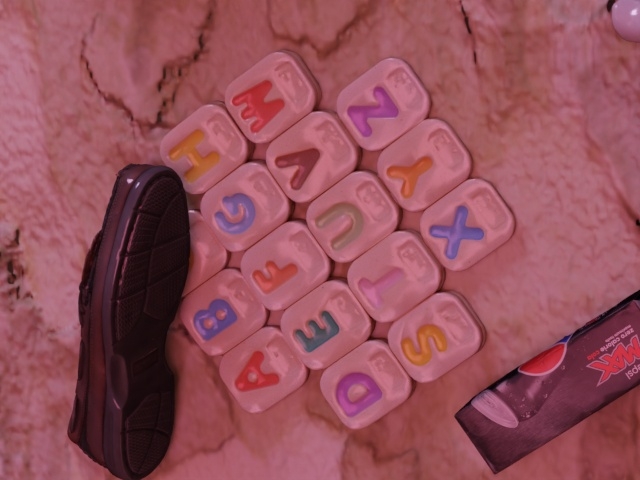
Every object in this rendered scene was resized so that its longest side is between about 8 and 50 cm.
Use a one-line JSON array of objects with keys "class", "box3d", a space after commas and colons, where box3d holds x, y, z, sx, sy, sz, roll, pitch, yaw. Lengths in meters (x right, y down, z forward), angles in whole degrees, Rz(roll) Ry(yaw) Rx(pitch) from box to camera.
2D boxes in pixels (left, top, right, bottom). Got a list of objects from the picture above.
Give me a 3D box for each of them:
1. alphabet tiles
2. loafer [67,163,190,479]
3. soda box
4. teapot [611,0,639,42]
[{"class": "alphabet tiles", "box3d": [0.000, 0.000, 1.484, 0.278, 0.021, 0.284, -35, 87, 21]}, {"class": "loafer", "box3d": [-0.165, 0.062, 1.506, 0.084, 0.096, 0.267, 18, 113, 30]}, {"class": "soda box", "box3d": [0.186, 0.106, 1.422, 0.169, 0.053, 0.060, -36, 87, 20]}, {"class": "teapot", "box3d": [0.365, -0.116, 1.263, 0.253, 0.187, 0.256, -22, 74, -6]}]
